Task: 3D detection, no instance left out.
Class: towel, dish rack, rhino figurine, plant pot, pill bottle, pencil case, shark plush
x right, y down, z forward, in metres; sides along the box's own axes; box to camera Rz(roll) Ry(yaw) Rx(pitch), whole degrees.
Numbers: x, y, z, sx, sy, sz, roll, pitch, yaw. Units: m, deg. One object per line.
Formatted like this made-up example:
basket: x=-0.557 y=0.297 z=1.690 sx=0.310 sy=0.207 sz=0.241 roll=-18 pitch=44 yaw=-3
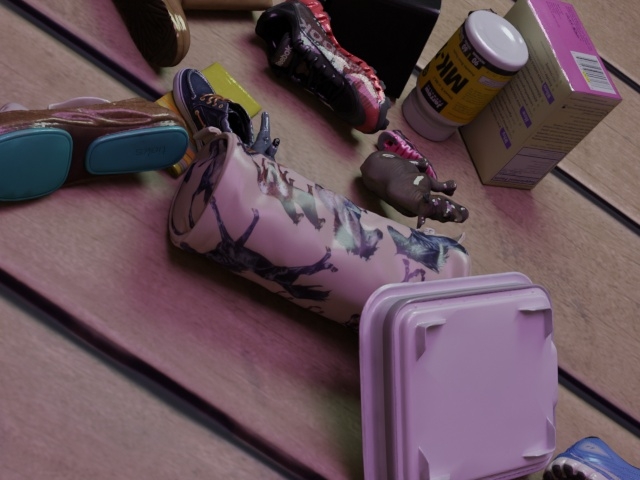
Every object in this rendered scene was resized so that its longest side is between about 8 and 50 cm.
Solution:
towel: x=-0.178 y=-0.175 z=1.747 sx=0.102 sy=0.021 sz=0.237 roll=47 pitch=40 yaw=-2
dish rack: x=0.196 y=0.190 z=1.564 sx=0.332 sy=0.072 sz=0.286 roll=-4 pitch=93 yaw=-41
rhino figurine: x=0.139 y=-0.069 z=1.791 sx=0.106 sy=0.073 sz=0.243 roll=7 pitch=20 yaw=-28
plant pot: x=0.095 y=-0.383 z=2.019 sx=0.167 sy=0.187 sz=0.188 roll=19 pitch=45 yaw=-7
pill bottle: x=0.230 y=-0.262 z=1.985 sx=0.119 sy=0.208 sz=0.119 roll=21 pitch=44 yaw=-22
pencil case: x=0.000 y=0.000 z=1.620 sx=0.410 sy=0.160 sz=0.184 roll=26 pitch=51 yaw=-17
shark plush: x=-0.070 y=-0.117 z=1.739 sx=0.073 sy=0.067 sz=0.161 roll=28 pitch=43 yaw=-15

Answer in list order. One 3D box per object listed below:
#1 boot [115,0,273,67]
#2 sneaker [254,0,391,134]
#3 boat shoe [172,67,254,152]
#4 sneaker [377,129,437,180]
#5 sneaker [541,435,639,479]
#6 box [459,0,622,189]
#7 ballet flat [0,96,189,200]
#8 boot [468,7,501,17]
boot: x=-0.175 y=-0.367 z=1.862 sx=0.269 sy=0.089 sz=0.236 roll=-10 pitch=62 yaw=-43
sneaker: x=-0.004 y=-0.267 z=1.897 sx=0.135 sy=0.098 sz=0.276 roll=-19 pitch=66 yaw=-45
boat shoe: x=-0.144 y=-0.181 z=1.699 sx=0.065 sy=0.083 sz=0.183 roll=-1 pitch=59 yaw=-42
sneaker: x=0.146 y=-0.133 z=1.940 sx=0.119 sy=0.047 sz=0.057 roll=48 pitch=30 yaw=6
sneaker: x=0.458 y=0.391 z=1.657 sx=0.330 sy=0.130 sz=0.147 roll=46 pitch=44 yaw=6
box: x=0.345 y=-0.243 z=2.029 sx=0.117 sy=0.243 sz=0.214 roll=5 pitch=52 yaw=-35
ballet flat: x=-0.327 y=-0.131 z=1.533 sx=0.342 sy=0.116 sz=0.124 roll=-16 pitch=45 yaw=-39
boot: x=0.328 y=-0.393 z=2.300 sx=0.087 sy=0.042 sz=0.118 roll=5 pitch=53 yaw=-37
